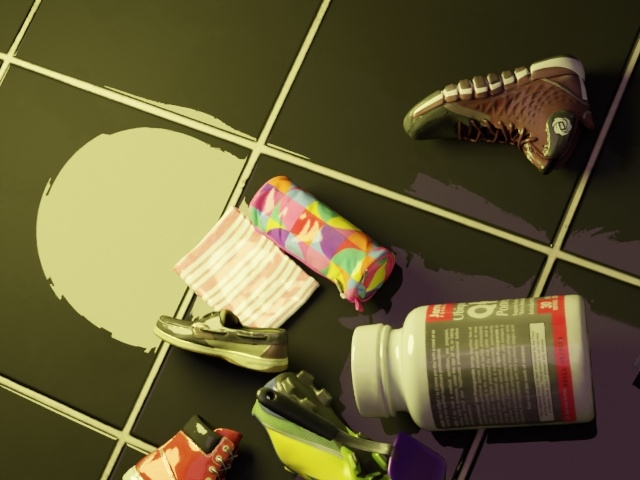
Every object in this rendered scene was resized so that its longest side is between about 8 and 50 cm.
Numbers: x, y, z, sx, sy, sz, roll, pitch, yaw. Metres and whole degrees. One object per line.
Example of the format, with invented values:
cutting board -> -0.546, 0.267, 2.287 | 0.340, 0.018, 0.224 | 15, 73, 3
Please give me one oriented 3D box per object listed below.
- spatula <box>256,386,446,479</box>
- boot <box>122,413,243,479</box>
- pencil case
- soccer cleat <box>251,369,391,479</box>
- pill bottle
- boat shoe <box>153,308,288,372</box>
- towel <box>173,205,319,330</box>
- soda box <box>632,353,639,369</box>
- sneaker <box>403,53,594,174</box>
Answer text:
spatula -> 0.043, 0.275, 1.675 | 0.297, 0.030, 0.084 | 25, 50, -7
boot -> -0.153, 0.375, 1.749 | 0.176, 0.088, 0.244 | -40, 65, -2
pencil case -> 0.000, 0.000, 1.817 | 0.236, 0.104, 0.104 | 38, 85, 23
soccer cleat -> 0.010, 0.319, 1.736 | 0.289, 0.093, 0.121 | 50, 120, 17
pill bottle -> 0.211, 0.172, 1.668 | 0.319, 0.176, 0.176 | -5, 72, 12
boat shoe -> -0.144, 0.138, 1.806 | 0.224, 0.080, 0.073 | 14, 97, 24
towel -> -0.117, 0.056, 1.865 | 0.197, 0.029, 0.144 | 42, 88, 21
soda box -> 0.536, 0.073, 1.595 | 0.098, 0.091, 0.286 | 36, 115, 22
sneaker -> 0.273, -0.162, 1.795 | 0.282, 0.106, 0.162 | -18, 73, 8
